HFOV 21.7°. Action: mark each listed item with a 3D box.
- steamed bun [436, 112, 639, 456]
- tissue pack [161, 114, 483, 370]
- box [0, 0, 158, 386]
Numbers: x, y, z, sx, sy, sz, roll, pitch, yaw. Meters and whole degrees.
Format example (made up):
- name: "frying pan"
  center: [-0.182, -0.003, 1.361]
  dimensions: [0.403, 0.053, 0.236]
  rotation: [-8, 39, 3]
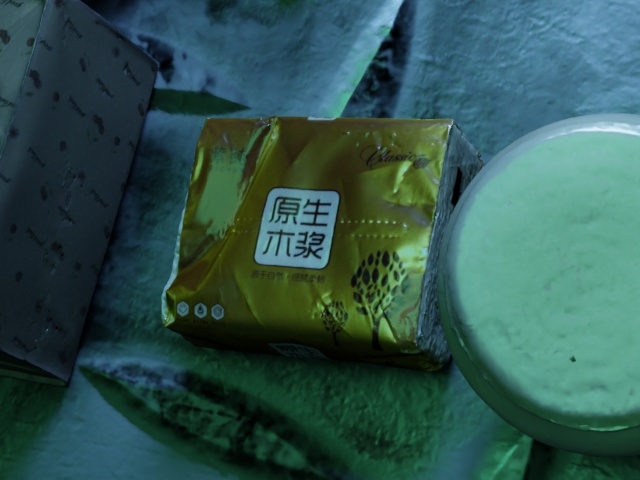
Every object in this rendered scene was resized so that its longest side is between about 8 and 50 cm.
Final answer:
- name: "steamed bun"
  center: [0.198, 0.032, 1.138]
  dimensions: [0.231, 0.145, 0.232]
  rotation: [-2, 81, 16]
- name: "tissue pack"
  center: [0.000, 0.000, 1.286]
  dimensions: [0.226, 0.092, 0.183]
  rotation: [4, 74, 26]
- name: "box"
  center: [-0.303, -0.052, 1.404]
  dimensions: [0.225, 0.190, 0.297]
  rotation: [8, 77, 28]
